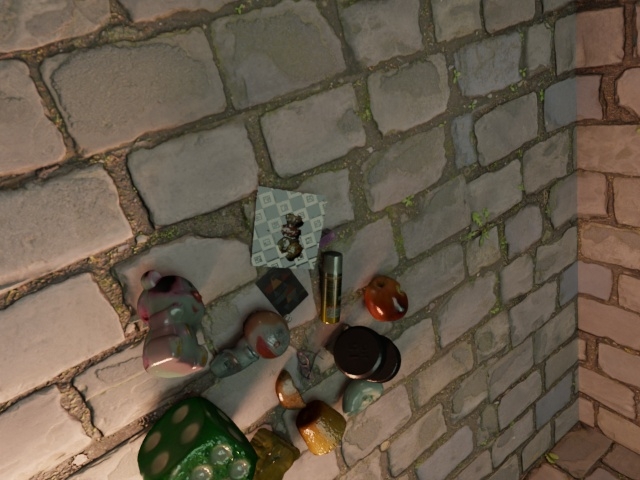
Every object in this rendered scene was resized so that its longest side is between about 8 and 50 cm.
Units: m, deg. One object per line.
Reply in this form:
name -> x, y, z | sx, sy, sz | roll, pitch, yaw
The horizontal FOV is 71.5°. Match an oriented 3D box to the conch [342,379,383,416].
conch -> 0.179, 0.692, 1.980 | 0.221, 0.121, 0.185 | -32, 122, -14

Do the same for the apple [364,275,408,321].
apple -> 0.279, 0.245, 1.895 | 0.199, 0.199, 0.199 | -9, 108, -30

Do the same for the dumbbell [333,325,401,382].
dumbbell -> 0.197, 0.469, 1.813 | 0.204, 0.203, 0.322 | -59, 150, -6

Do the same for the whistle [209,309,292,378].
whistle -> -0.242, 0.384, 1.609 | 0.347, 0.189, 0.189 | -37, 120, -7

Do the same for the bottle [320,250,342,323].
bottle -> 0.044, 0.187, 1.779 | 0.082, 0.082, 0.286 | -7, 107, -31

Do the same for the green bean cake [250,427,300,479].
green bean cake -> -0.205, 0.896, 1.759 | 0.233, 0.124, 0.236 | 52, 59, -35

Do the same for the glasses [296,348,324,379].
glasses -> -0.038, 0.495, 1.845 | 0.103, 0.062, 0.140 | -36, 122, -45

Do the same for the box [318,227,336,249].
box -> 0.000, 0.000, 1.719 | 0.117, 0.050, 0.036 | -36, 118, -22

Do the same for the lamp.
lamp -> -0.472, 0.262, 1.367 | 0.247, 0.301, 0.247 | -25, 144, 18

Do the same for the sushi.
sushi -> -0.122, -0.044, 1.631 | 0.263, 0.050, 0.290 | 5, 103, -19

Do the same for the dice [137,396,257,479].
dice -> -0.415, 0.738, 1.508 | 0.297, 0.300, 0.287 | -42, 119, -16

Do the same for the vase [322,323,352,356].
vase -> 0.085, 0.422, 1.876 | 0.149, 0.081, 0.081 | -50, 123, -14

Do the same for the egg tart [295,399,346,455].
egg tart -> -0.011, 0.766, 1.852 | 0.202, 0.202, 0.147 | -44, 107, -15

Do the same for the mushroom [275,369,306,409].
mushroom -> -0.125, 0.625, 1.798 | 0.094, 0.072, 0.210 | -25, 116, -15

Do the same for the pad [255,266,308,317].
pad -> -0.144, 0.187, 1.707 | 0.143, 0.003, 0.211 | -44, 121, -16
